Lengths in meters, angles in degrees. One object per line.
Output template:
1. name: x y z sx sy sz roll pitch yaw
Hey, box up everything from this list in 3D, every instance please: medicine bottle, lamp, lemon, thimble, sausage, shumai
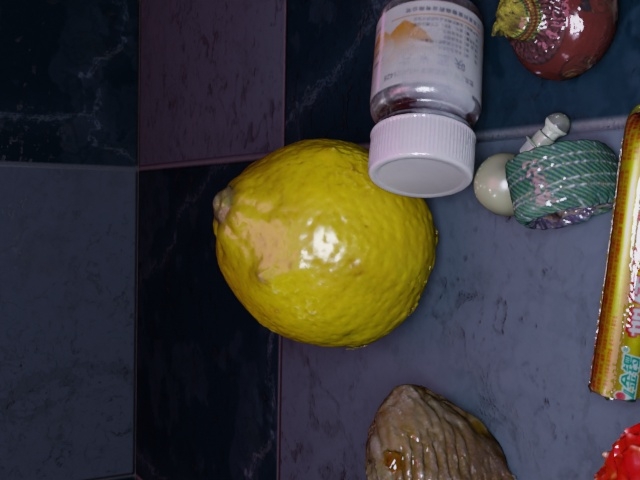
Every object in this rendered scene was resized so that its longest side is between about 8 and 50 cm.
1. medicine bottle: 0.154 -0.214 1.236 0.165 0.165 0.273 -29 49 56
2. lamp: 0.297 -0.283 1.075 0.157 0.135 0.156 -36 60 52
3. lemon: 0.000 0.000 1.363 0.350 0.387 0.349 -49 30 42
4. thimble: 0.305 -0.070 1.063 0.118 0.135 0.090 142 120 -62
5. lamp: 0.284 -0.109 1.163 0.163 0.091 0.091 -52 45 26
6. sausage: 0.382 0.004 0.999 0.082 0.082 0.371 17 104 58
7. shumai: 0.137 0.406 1.275 0.283 0.217 0.345 -46 55 49

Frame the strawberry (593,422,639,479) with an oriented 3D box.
1. strawberry: 0.383 0.291 0.844 0.343 0.292 0.292 119 141 -62
